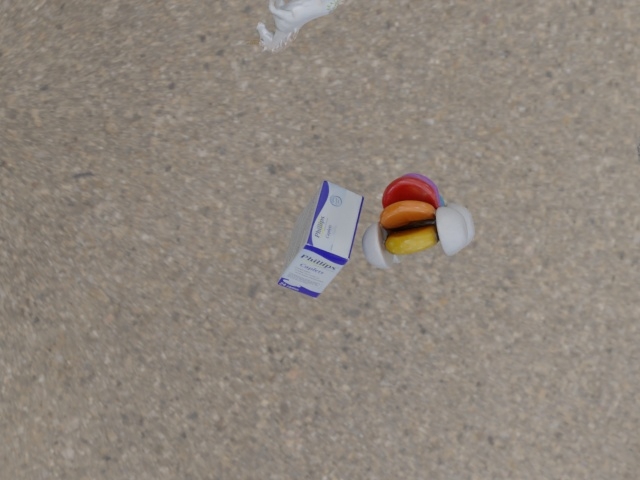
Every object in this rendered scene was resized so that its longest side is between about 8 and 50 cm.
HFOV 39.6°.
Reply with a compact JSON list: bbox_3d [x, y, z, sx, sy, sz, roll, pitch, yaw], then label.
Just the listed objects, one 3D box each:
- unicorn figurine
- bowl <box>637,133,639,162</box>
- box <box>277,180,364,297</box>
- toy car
[{"bbox_3d":[-0.033,-0.302,1.146,0.162,0.060,0.111,-16,139,5],"label":"unicorn figurine"},{"bbox_3d":[0.523,-0.160,1.297,0.080,0.170,0.170,40,81,-17],"label":"bowl"},{"bbox_3d":[0.000,0.000,1.376,0.072,0.137,0.126,22,55,-11],"label":"box"},{"bbox_3d":[0.146,-0.037,1.379,0.159,0.182,0.136,-13,91,19],"label":"toy car"}]
